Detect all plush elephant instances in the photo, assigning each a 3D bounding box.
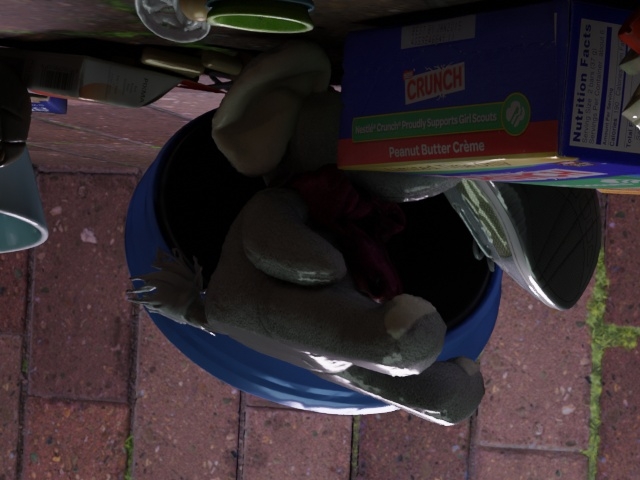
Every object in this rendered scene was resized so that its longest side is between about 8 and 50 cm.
[{"bbox_3d":[0.018,-0.017,1.510,0.330,0.255,0.272,16,167,26],"label":"plush elephant"}]

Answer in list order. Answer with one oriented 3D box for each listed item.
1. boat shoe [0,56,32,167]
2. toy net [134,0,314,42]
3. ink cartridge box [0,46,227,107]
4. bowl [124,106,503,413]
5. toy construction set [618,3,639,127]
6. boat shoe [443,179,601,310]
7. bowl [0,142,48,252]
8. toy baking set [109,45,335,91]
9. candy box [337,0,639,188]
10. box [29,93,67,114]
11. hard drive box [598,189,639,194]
[{"bbox_3d":[-0.404,-0.140,1.510,0.120,0.123,0.324,10,176,45],"label":"boat shoe"},{"bbox_3d":[-0.088,-0.158,1.154,0.122,0.045,0.232,3,179,-18],"label":"toy net"},{"bbox_3d":[-0.202,-0.145,1.654,0.145,0.045,0.179,12,179,45],"label":"ink cartridge box"},{"bbox_3d":[0.000,0.000,1.744,0.391,0.391,0.077,3,135,-16],"label":"bowl"},{"bbox_3d":[0.347,-0.082,1.066,0.327,0.151,0.215,23,-166,-1],"label":"toy construction set"},{"bbox_3d":[0.168,-0.056,1.633,0.103,0.118,0.320,15,154,46],"label":"boat shoe"},{"bbox_3d":[-0.421,-0.093,1.723,0.311,0.163,0.311,3,167,1],"label":"bowl"},{"bbox_3d":[-0.086,-0.161,1.684,0.256,0.030,0.196,11,180,-39],"label":"toy baking set"},{"bbox_3d":[0.217,-0.103,1.353,0.317,0.122,0.268,5,179,-34],"label":"candy box"},{"bbox_3d":[-0.357,-0.166,1.934,0.136,0.036,0.225,3,180,-2],"label":"box"},{"bbox_3d":[0.354,-0.100,1.748,0.181,0.089,0.232,3,175,19],"label":"hard drive box"}]
